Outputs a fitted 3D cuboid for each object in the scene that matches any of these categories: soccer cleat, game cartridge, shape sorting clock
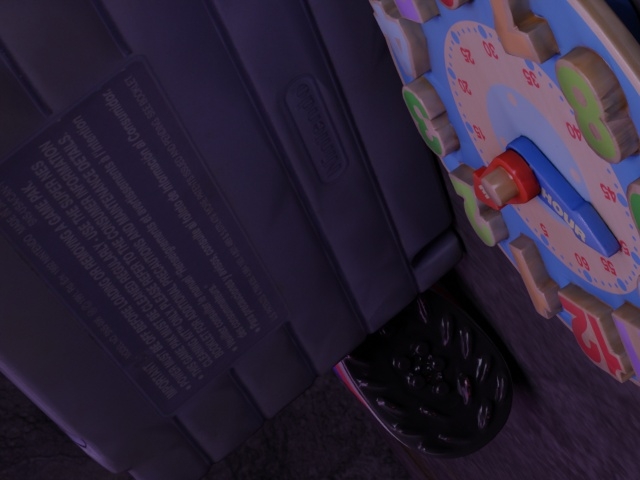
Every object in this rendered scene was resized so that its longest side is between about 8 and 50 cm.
[{"bbox_3d":[0.000,0.000,0.811,0.318,0.109,0.116,52,177,-4],"label":"soccer cleat"},{"bbox_3d":[-0.063,-0.026,0.570,0.068,0.230,0.355,49,171,34],"label":"game cartridge"},{"bbox_3d":[0.074,-0.028,0.437,0.206,0.040,0.206,52,172,10],"label":"shape sorting clock"}]
